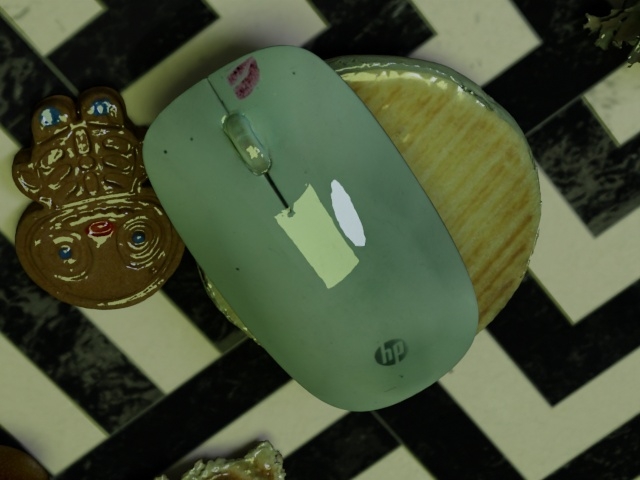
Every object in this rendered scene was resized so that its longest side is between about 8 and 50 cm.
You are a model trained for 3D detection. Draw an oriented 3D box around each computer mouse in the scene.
[{"bbox_3d":[0.001,0.004,1.317,0.159,0.097,0.288,-30,121,9],"label":"computer mouse"}]

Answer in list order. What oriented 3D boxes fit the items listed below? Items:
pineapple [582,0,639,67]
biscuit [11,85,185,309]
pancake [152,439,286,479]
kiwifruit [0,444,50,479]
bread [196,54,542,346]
[{"bbox_3d":[0.277,-0.261,1.248,0.175,0.175,0.361,6,131,-15],"label":"pineapple"},{"bbox_3d":[-0.161,-0.024,1.355,0.124,0.026,0.175,-13,121,-5],"label":"biscuit"},{"bbox_3d":[-0.108,0.257,1.525,0.244,0.057,0.266,-46,122,5],"label":"pancake"},{"bbox_3d":[-0.266,0.188,1.428,0.124,0.075,0.075,1,119,-16],"label":"kiwifruit"},{"bbox_3d":[0.034,-0.019,1.389,0.267,0.040,0.267,-5,119,-9],"label":"bread"}]
